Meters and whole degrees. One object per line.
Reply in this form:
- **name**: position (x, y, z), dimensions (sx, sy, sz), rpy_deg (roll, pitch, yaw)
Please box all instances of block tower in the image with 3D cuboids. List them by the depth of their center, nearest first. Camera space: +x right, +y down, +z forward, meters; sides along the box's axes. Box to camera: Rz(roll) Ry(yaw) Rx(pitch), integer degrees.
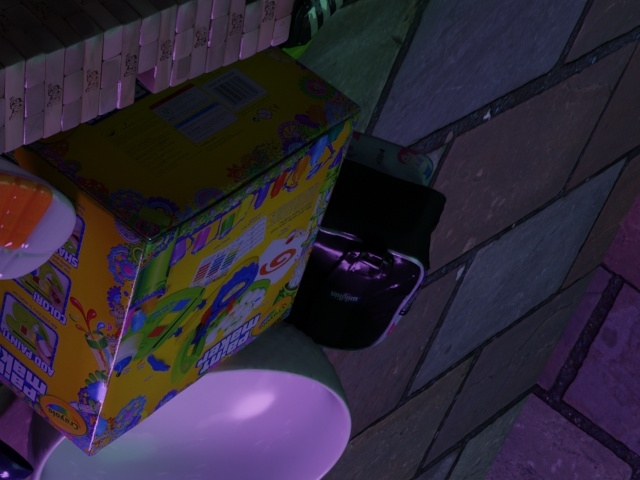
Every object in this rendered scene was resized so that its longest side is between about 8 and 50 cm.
- **block tower**: position (-0.164, -0.163, 1.480), dimensions (0.335, 0.091, 0.097), rpy_deg (-27, 146, -30)

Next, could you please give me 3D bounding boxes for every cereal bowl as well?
- **cereal bowl**: position (-0.146, 0.174, 2.015), dimensions (0.339, 0.141, 0.339), rpy_deg (-12, 146, -9)

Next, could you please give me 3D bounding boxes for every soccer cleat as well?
- **soccer cleat**: position (-0.010, -0.238, 1.839), dimensions (0.179, 0.060, 0.072), rpy_deg (-56, 159, 17)

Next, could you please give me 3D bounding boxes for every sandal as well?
- **sandal**: position (-0.298, -0.048, 1.501), dimensions (0.102, 0.076, 0.265), rpy_deg (-43, 143, 18)

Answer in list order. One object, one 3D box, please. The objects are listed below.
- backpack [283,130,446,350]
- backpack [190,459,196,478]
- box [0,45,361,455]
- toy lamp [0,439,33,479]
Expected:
- **backpack**: position (0.000, 0.000, 2.021), dimensions (0.253, 0.225, 0.191), rpy_deg (111, -4, -53)
- **backpack**: position (-0.141, 0.220, 2.228), dimensions (0.158, 0.117, 0.173), rpy_deg (-43, 140, -89)
- **box**: position (-0.146, -0.010, 1.745), dimensions (0.290, 0.177, 0.279), rpy_deg (-34, 153, -43)
- **toy lamp**: position (-0.392, 0.316, 1.905), dimensions (0.274, 0.080, 0.080), rpy_deg (-52, 161, -2)
